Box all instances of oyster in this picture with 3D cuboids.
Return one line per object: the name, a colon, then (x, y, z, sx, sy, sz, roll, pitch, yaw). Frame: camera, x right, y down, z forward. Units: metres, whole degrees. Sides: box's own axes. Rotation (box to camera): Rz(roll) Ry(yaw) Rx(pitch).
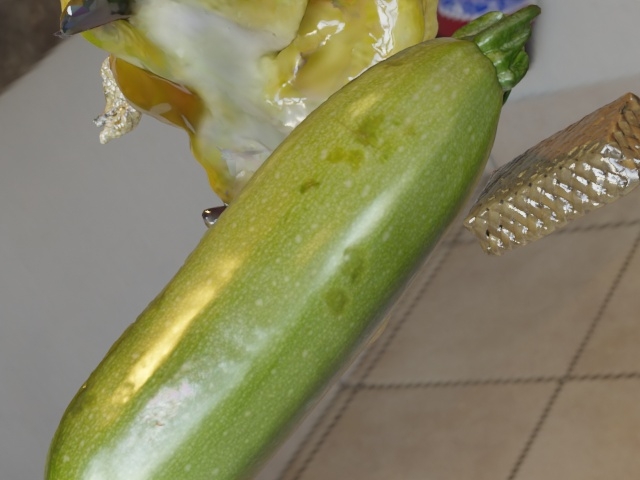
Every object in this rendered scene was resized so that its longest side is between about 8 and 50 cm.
oyster: (-0.227, -0.157, 1.513, 0.081, 0.083, 0.038, -33, 19, -3)

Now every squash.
squash: (0.000, 0.000, 0.595, 0.341, 0.094, 0.094, -49, 29, -19)

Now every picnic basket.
picnic basket: (0.211, -0.057, 1.200, 0.193, 0.055, 0.110, -28, 18, 43)

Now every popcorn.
popcorn: (-0.052, -0.183, 1.076, 0.297, 0.316, 0.281, 19, 61, 15)

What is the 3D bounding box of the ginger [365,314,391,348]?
ginger: (0.028, 0.092, 1.476, 0.095, 0.069, 0.190, -61, 3, -23)
